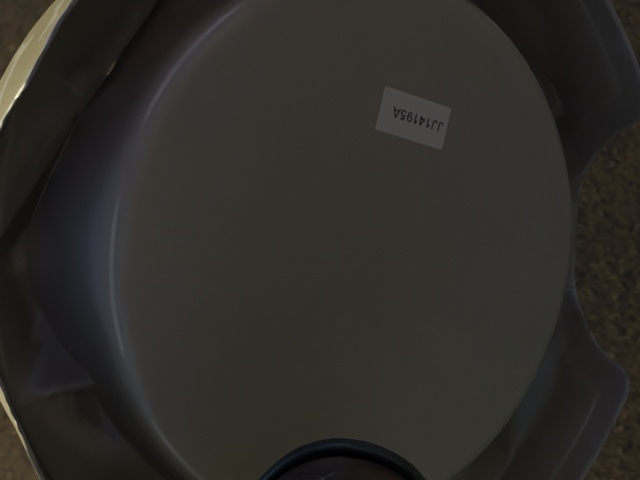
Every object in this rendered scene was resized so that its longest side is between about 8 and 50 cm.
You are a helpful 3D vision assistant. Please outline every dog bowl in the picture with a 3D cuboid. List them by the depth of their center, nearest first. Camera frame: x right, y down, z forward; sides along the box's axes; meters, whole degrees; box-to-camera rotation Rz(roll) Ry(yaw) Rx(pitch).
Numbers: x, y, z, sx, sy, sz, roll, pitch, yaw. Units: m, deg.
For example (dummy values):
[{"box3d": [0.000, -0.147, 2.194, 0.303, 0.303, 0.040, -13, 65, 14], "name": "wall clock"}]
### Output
[{"box3d": [0.000, 0.000, 0.608, 0.102, 0.349, 0.348, 11, 83, 55], "name": "dog bowl"}]

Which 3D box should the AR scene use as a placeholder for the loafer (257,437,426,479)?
[{"box3d": [-0.021, 0.200, 0.446, 0.084, 0.096, 0.267, -89, 18, -75], "name": "loafer"}]
